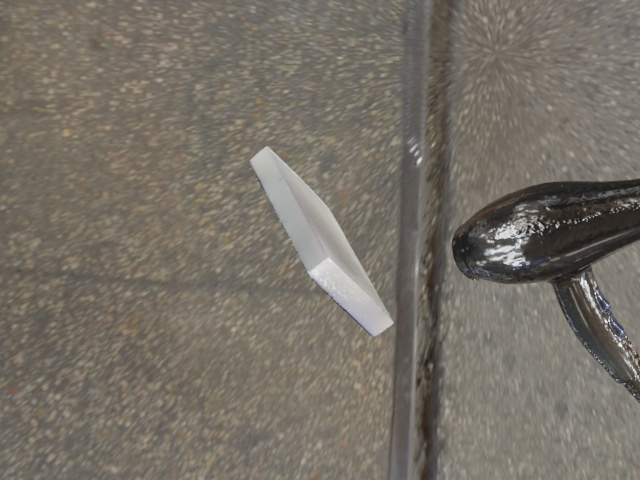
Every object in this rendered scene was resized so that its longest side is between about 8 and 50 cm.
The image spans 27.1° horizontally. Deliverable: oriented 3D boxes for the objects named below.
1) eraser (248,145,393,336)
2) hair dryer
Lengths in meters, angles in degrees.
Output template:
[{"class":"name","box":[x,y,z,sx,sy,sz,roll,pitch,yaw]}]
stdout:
[{"class":"eraser","box":[0.000,0.000,1.055,0.023,0.150,0.104,-37,133,9]},{"class":"hair dryer","box":[0.218,0.047,0.951,0.195,0.075,0.219,-14,120,40]}]
